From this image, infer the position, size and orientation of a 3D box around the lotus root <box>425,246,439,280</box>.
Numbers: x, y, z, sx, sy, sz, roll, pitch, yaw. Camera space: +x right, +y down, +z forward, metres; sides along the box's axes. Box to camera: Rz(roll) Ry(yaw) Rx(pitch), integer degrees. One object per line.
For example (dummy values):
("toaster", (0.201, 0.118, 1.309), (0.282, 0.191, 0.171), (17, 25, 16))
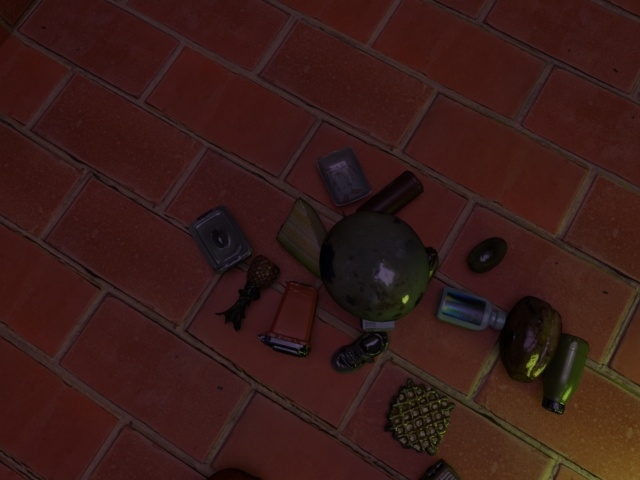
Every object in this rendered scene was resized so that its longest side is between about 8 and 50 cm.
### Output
("lotus root", (0.329, 0.134, 1.768), (0.110, 0.097, 0.258), (36, 89, 16))

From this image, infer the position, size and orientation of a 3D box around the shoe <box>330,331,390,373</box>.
("shoe", (0.143, 0.383, 1.703), (0.228, 0.125, 0.099), (-31, 81, -6))

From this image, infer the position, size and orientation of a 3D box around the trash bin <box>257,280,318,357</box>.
("trash bin", (-0.102, 0.271, 1.728), (0.185, 0.161, 0.238), (12, 71, 4))

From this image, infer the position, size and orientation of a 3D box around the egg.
("egg", (0.174, 0.086, 1.597), (0.345, 0.428, 0.344), (-8, 120, -13))

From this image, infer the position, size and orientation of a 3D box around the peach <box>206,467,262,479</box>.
("peach", (-0.277, 0.837, 1.577), (0.233, 0.257, 0.232), (12, 114, 29))

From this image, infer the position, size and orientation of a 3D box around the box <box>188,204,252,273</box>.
("box", (-0.355, 0.002, 1.804), (0.162, 0.130, 0.227), (-33, 77, -4))

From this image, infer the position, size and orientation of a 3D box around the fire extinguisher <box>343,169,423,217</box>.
("fire extinguisher", (0.208, -0.130, 1.834), (0.337, 0.106, 0.147), (-37, 48, -6))

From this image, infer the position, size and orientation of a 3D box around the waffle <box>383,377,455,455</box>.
("waffle", (0.327, 0.598, 1.684), (0.204, 0.054, 0.223), (25, 78, 8))

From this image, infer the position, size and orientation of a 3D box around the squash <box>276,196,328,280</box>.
("squash", (0.000, 0.000, 1.795), (0.289, 0.111, 0.203), (37, 115, 13))

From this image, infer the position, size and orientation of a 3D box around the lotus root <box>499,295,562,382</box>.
("lotus root", (0.703, 0.330, 1.667), (0.193, 0.193, 0.290), (23, 79, 7))

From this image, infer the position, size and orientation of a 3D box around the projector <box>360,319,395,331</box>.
("projector", (0.194, 0.279, 1.710), (0.115, 0.147, 0.061), (0, 86, 2))

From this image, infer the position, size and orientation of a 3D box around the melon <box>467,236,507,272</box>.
("melon", (0.599, 0.050, 1.774), (0.162, 0.099, 0.099), (-37, 79, -7))

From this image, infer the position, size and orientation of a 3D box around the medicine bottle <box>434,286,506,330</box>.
("medicine bottle", (0.527, 0.250, 1.738), (0.229, 0.083, 0.121), (17, 76, 7))

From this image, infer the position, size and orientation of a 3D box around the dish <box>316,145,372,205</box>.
("dish", (0.087, -0.232, 1.864), (0.151, 0.077, 0.212), (-22, 75, -4))

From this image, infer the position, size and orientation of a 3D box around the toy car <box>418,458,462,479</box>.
("toy car", (0.340, 0.829, 1.595), (0.257, 0.124, 0.101), (-41, 78, -8))

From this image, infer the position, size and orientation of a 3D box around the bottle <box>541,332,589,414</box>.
("bottle", (0.813, 0.449, 1.668), (0.112, 0.112, 0.260), (21, 79, 7))

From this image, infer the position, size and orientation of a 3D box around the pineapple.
("pineapple", (-0.258, 0.187, 1.772), (0.119, 0.130, 0.277), (38, 78, -20))
